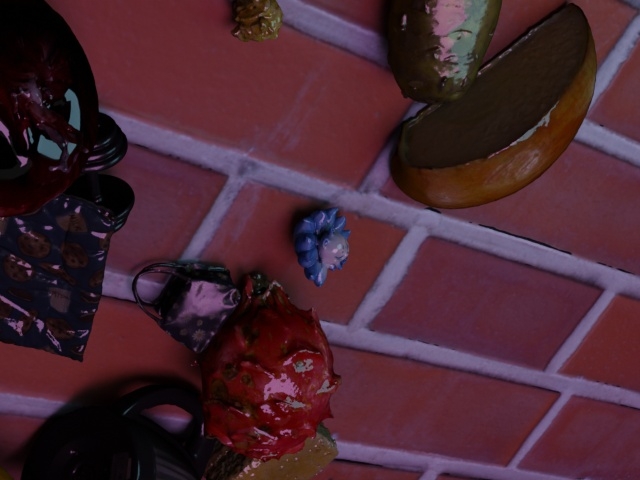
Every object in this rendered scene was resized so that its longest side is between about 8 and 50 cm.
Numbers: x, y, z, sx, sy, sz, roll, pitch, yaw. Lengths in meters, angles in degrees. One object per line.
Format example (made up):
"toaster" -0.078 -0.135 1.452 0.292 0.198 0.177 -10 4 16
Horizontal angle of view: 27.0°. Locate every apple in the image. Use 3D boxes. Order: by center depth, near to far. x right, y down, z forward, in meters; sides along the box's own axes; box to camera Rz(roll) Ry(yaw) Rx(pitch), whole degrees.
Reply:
"apple" 0.262 -0.165 1.866 0.346 0.254 0.179 -37 94 -2

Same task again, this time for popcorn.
"popcorn" -0.077 -0.276 1.603 0.083 0.059 0.068 82 29 -51

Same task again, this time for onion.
"onion" -0.342 -0.150 1.386 0.273 0.285 0.273 0 90 -40

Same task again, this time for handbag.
"handbag" -0.195 0.073 1.818 0.139 0.072 0.115 28 110 -30

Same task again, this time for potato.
"potato" 0.159 -0.290 1.708 0.149 0.113 0.251 -8 120 -18

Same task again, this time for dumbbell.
"dumbbell" -0.277 -0.079 1.607 0.099 0.099 0.209 -17 132 -20

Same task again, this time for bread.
"bread" -0.086 0.330 2.065 0.196 0.102 0.138 -43 133 9

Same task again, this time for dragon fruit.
"dragon fruit" -0.072 0.178 1.887 0.210 0.205 0.268 0 96 14

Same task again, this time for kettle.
"kettle" -0.271 0.351 1.929 0.207 0.251 0.271 -17 150 23

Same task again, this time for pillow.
"pillow" -0.356 0.036 1.619 0.188 0.034 0.256 16 127 -5

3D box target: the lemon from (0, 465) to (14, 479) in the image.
"lemon" -0.493 0.358 1.765 0.244 0.187 0.187 7 121 -24

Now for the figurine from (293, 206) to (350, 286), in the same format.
"figurine" 0.000 0.000 1.863 0.114 0.079 0.114 -33 134 -42
